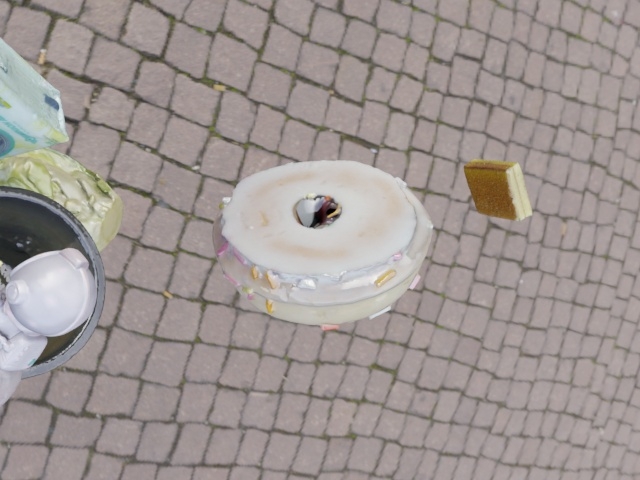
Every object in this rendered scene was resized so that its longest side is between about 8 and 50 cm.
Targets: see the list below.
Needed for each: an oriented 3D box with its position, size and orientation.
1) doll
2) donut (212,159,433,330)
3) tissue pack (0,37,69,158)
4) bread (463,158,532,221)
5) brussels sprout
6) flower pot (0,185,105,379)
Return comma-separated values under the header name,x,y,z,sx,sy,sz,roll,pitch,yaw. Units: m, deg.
name,x,y,z,sx,sy,sz,roll,pitch,yaw
doll,-0.392,0.112,0.855,0.287,0.151,0.151,-36,121,15
donut,0.000,0.000,1.176,0.383,0.383,0.142,-24,132,-25
tissue pack,-0.762,-0.261,1.379,0.388,0.287,0.162,-14,73,3
bread,0.269,-0.078,1.045,0.035,0.094,0.090,-31,113,-23
brussels sprout,-0.701,-0.088,1.784,0.276,0.371,0.314,-56,170,-43
flower pot,-0.649,0.104,1.382,0.379,0.251,0.379,14,66,-36
